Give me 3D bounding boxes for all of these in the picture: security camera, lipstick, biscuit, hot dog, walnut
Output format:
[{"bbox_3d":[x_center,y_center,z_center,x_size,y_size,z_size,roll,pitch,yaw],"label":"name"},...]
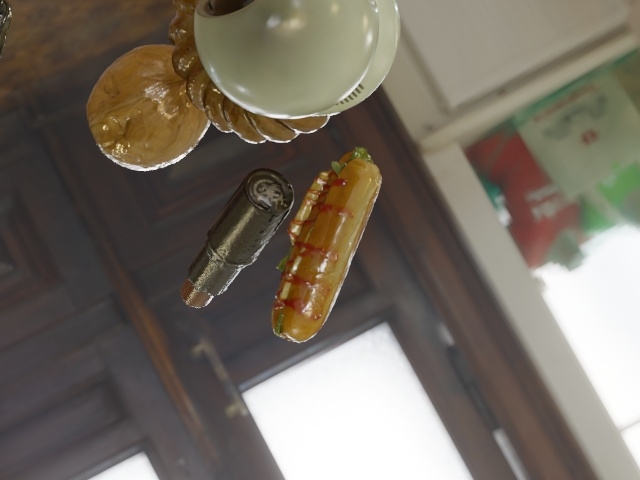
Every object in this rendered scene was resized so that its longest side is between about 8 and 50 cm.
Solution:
[{"bbox_3d":[-0.026,-0.213,1.521,0.194,0.195,0.236,-32,-178,18],"label":"security camera"},{"bbox_3d":[-0.124,0.007,2.066,0.081,0.081,0.300,-21,160,-37],"label":"lipstick"},{"bbox_3d":[-0.085,-0.299,2.173,0.325,0.326,0.107,-33,175,25],"label":"biscuit"},{"bbox_3d":[0.000,0.000,1.750,0.250,0.076,0.104,-70,-163,-10],"label":"hot dog"},{"bbox_3d":[-0.272,-0.215,2.392,0.193,0.193,0.225,-19,167,-47],"label":"walnut"}]

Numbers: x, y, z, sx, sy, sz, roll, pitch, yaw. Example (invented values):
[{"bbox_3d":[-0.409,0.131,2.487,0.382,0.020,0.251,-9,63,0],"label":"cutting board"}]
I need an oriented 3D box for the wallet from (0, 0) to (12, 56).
[{"bbox_3d":[-0.565,-0.216,1.736,0.406,0.228,0.062,14,173,22],"label":"wallet"}]
